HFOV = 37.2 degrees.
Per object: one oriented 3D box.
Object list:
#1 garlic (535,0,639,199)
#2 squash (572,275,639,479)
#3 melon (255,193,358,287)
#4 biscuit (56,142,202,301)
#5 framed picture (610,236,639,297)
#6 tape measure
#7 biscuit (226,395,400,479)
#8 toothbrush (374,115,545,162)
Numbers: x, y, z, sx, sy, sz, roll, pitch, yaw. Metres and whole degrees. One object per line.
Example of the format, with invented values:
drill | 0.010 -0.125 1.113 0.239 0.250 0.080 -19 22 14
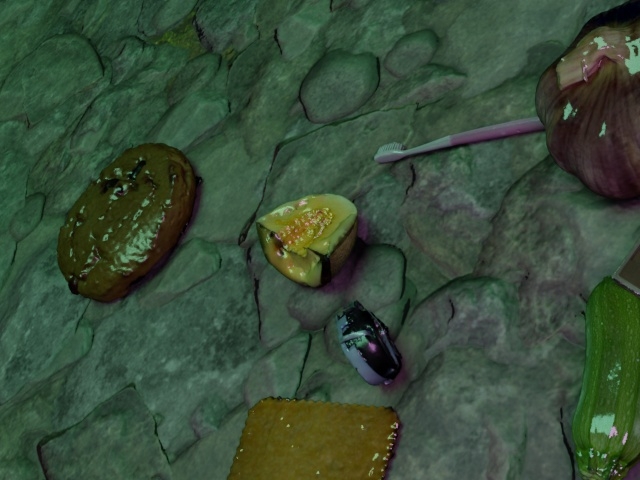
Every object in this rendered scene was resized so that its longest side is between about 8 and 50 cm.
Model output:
garlic | 0.347 -0.172 1.042 0.244 0.160 0.245 -22 47 25
squash | 0.289 0.132 0.927 0.077 0.068 0.219 2 60 28
melon | 0.000 0.000 1.275 0.128 0.079 0.160 -41 37 -20
biscuit | -0.328 -0.040 1.575 0.295 0.075 0.296 -23 47 27
framed picture | 0.375 0.034 0.921 0.149 0.011 0.109 35 79 23
tape measure | 0.057 0.122 1.114 0.054 0.091 0.094 -32 42 12
biscuit | -0.027 0.294 1.110 0.236 0.013 0.232 -4 58 40
toothbrush | 0.192 -0.137 1.251 0.286 0.020 0.025 -8 48 36
